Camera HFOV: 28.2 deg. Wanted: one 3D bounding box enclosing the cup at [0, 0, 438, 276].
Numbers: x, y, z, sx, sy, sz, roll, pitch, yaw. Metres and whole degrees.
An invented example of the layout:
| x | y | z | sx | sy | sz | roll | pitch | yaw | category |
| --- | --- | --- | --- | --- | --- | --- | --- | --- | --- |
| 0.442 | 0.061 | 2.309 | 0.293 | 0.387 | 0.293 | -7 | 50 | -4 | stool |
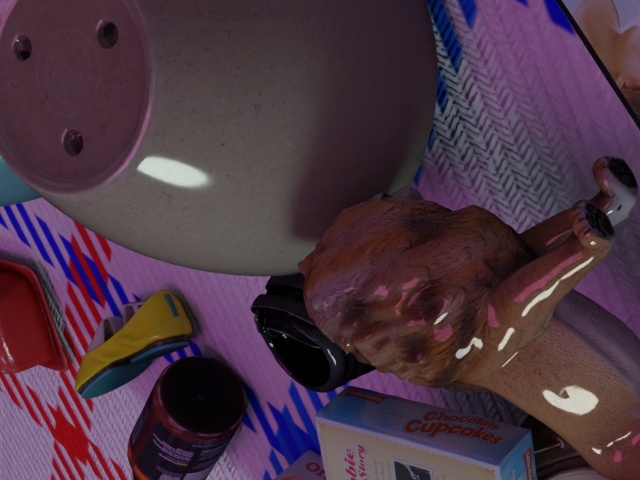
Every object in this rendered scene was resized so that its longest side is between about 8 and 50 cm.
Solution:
| x | y | z | sx | sy | sz | roll | pitch | yaw | category |
| --- | --- | --- | --- | --- | --- | --- | --- | --- | --- |
| -0.111 | -0.123 | 0.956 | 0.331 | 0.237 | 0.331 | 4 | 98 | 32 | cup |

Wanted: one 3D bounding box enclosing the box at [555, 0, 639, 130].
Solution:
| x | y | z | sx | sy | sz | roll | pitch | yaw | category |
| --- | --- | --- | --- | --- | --- | --- | --- | --- | --- |
| 0.213 | -0.175 | 0.745 | 0.087 | 0.169 | 0.290 | -30 | 94 | 48 | box |

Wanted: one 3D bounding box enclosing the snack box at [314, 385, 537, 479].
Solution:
| x | y | z | sx | sy | sz | roll | pitch | yaw | category |
| --- | --- | --- | --- | --- | --- | --- | --- | --- | --- |
| 0.106 | 0.293 | 1.111 | 0.187 | 0.060 | 0.321 | 9 | 120 | 37 | snack box |

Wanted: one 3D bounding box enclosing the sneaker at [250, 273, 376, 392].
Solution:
| x | y | z | sx | sy | sz | roll | pitch | yaw | category |
| --- | --- | --- | --- | --- | --- | --- | --- | --- | --- |
| 0.000 | 0.000 | 1.096 | 0.105 | 0.147 | 0.295 | 5 | 120 | 45 | sneaker |

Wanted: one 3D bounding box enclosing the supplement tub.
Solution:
| x | y | z | sx | sy | sz | roll | pitch | yaw | category |
| --- | --- | --- | --- | --- | --- | --- | --- | --- | --- |
| -0.159 | 0.221 | 1.446 | 0.106 | 0.106 | 0.198 | 44 | 140 | 11 | supplement tub |

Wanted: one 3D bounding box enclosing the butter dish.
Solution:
| x | y | z | sx | sy | sz | roll | pitch | yaw | category |
| --- | --- | --- | --- | --- | --- | --- | --- | --- | --- |
| -0.419 | 0.110 | 1.611 | 0.160 | 0.118 | 0.160 | 12 | 126 | 40 | butter dish |

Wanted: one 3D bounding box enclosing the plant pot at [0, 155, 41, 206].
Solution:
| x | y | z | sx | sy | sz | roll | pitch | yaw | category |
| --- | --- | --- | --- | --- | --- | --- | --- | --- | --- |
| -0.310 | -0.164 | 1.212 | 0.293 | 0.235 | 0.293 | 25 | 133 | 30 | plant pot |

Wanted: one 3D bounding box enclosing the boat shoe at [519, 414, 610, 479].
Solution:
| x | y | z | sx | sy | sz | roll | pitch | yaw | category |
| --- | --- | --- | --- | --- | --- | --- | --- | --- | --- |
| 0.207 | 0.167 | 1.072 | 0.257 | 0.095 | 0.095 | -17 | 91 | 43 | boat shoe |

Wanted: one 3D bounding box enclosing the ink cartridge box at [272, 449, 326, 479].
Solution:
| x | y | z | sx | sy | sz | roll | pitch | yaw | category |
| --- | --- | --- | --- | --- | --- | --- | --- | --- | --- |
| -0.019 | 0.369 | 1.317 | 0.171 | 0.233 | 0.168 | 25 | 131 | 31 | ink cartridge box |

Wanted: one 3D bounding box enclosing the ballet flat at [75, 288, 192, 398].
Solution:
| x | y | z | sx | sy | sz | roll | pitch | yaw | category |
| --- | --- | --- | --- | --- | --- | --- | --- | --- | --- |
| -0.221 | 0.116 | 1.468 | 0.231 | 0.077 | 0.077 | -32 | 72 | 48 | ballet flat |

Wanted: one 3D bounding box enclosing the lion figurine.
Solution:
| x | y | z | sx | sy | sz | roll | pitch | yaw | category |
| --- | --- | --- | --- | --- | --- | --- | --- | --- | --- |
| 0.184 | 0.086 | 0.897 | 0.392 | 0.142 | 0.240 | 41 | 127 | -7 | lion figurine |
